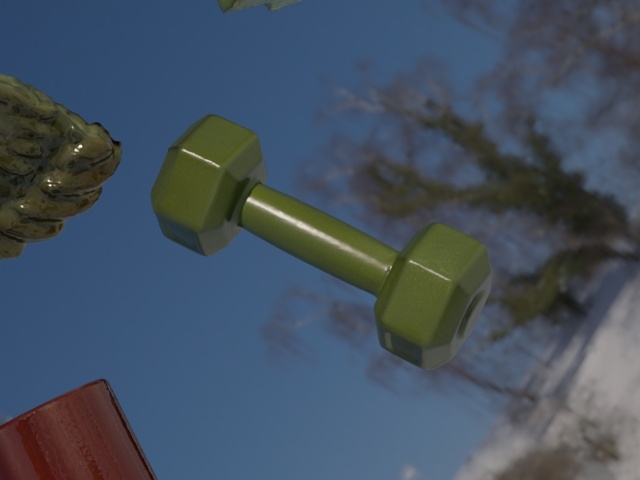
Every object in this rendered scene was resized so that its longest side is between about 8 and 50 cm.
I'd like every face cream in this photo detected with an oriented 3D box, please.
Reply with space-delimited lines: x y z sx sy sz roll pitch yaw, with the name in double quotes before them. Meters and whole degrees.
"face cream" -0.133 0.205 1.105 0.096 0.214 0.096 -26 -4 -2

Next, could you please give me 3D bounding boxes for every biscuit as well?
"biscuit" -0.302 -0.066 1.299 0.187 0.273 0.036 -56 23 19

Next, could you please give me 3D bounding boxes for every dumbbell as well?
"dumbbell" 0.000 0.000 1.471 0.108 0.302 0.121 -58 -17 -17

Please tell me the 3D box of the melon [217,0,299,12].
"melon" -0.082 -0.350 1.385 0.226 0.344 0.331 -23 5 34
